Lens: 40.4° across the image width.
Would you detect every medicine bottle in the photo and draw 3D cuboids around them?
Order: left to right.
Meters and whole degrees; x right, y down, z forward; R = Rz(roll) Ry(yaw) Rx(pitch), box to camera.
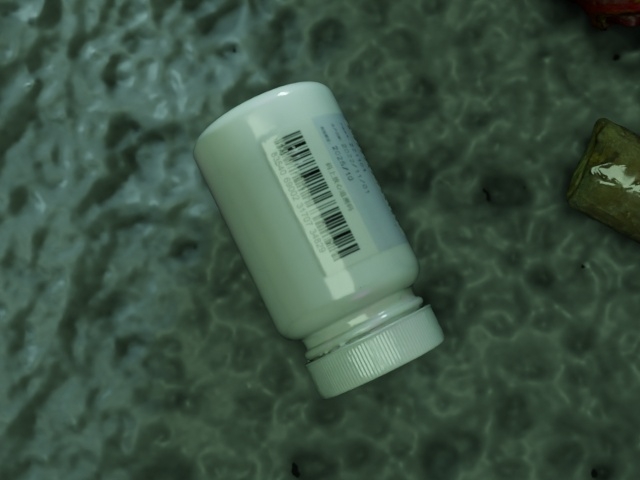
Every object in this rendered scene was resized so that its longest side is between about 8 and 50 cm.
[{"bbox_3d":[0.000,0.000,0.564,0.103,0.103,0.186,-27,83,3],"label":"medicine bottle"}]

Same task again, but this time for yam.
[{"bbox_3d":[0.298,0.018,0.555,0.300,0.066,0.066,29,89,7],"label":"yam"}]

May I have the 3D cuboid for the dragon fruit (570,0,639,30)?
[{"bbox_3d":[0.154,-0.230,0.562,0.246,0.125,0.125,32,92,13],"label":"dragon fruit"}]
